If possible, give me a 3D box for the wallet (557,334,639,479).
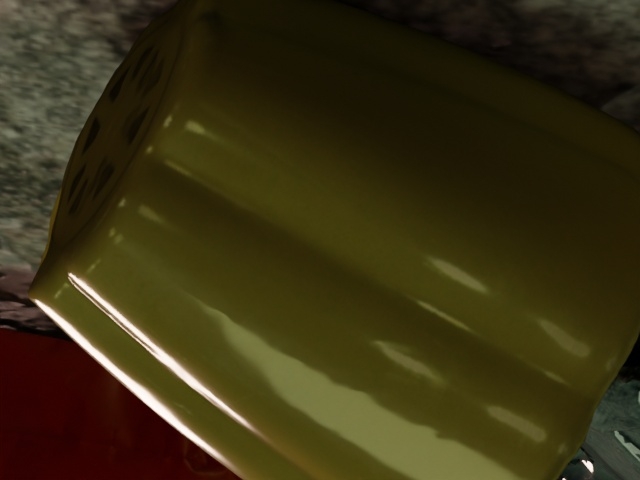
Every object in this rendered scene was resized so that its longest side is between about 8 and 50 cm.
[{"bbox_3d":[0.138,0.110,0.811,0.237,0.075,0.342,38,167,-18],"label":"wallet"}]

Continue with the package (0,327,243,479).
[{"bbox_3d":[-0.143,0.123,1.006,0.423,0.123,0.196,10,161,19],"label":"package"}]

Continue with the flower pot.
[{"bbox_3d":[0.000,0.000,0.680,0.179,0.195,0.195,30,150,-18],"label":"flower pot"}]
